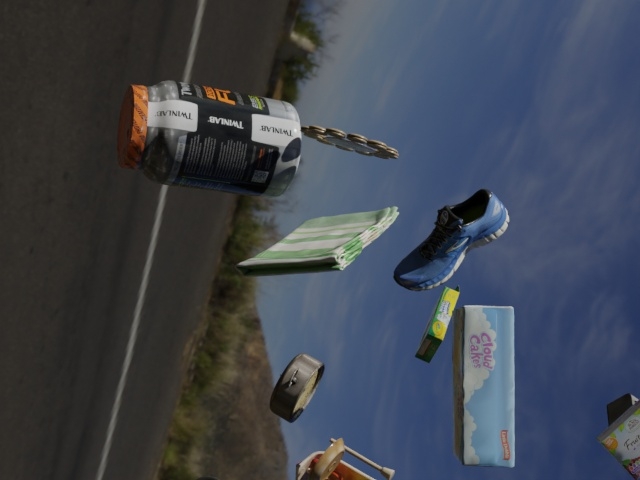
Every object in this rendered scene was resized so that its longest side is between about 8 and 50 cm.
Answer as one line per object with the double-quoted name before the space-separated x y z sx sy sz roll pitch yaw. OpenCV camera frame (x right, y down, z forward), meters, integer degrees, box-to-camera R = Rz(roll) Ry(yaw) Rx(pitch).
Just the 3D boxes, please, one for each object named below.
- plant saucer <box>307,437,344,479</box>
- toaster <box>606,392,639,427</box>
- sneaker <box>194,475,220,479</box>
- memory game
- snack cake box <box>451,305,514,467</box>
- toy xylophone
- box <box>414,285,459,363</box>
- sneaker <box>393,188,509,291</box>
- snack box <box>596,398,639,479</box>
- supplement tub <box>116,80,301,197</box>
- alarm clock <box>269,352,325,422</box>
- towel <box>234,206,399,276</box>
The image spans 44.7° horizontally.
"plant saucer" 0.012 0.336 1.172 0.083 0.015 0.083 -44 156 -26
"toaster" 0.923 0.556 2.249 0.110 0.168 0.186 -52 -170 36
"sneaker" -0.187 0.510 1.125 0.296 0.123 0.178 -61 144 -26
"memory game" 0.053 -0.177 1.399 0.186 0.186 0.012 -166 -88 -85
"snack cake box" 0.280 0.249 1.354 0.152 0.089 0.265 65 26 -81
"toy xylophone" 0.081 0.637 2.002 0.081 0.322 0.236 -48 145 -40
"box" 0.280 0.190 1.842 0.179 0.043 0.105 -58 171 -42
"sneaker" 0.304 -0.012 1.912 0.330 0.147 0.130 -40 -136 -3
"snack box" 0.620 0.374 1.498 0.141 0.100 0.037 -43 178 2
"supplement tub" -0.211 -0.190 1.463 0.193 0.315 0.194 -174 -90 -65
"alarm clock" -0.048 0.272 1.473 0.129 0.064 0.192 -58 168 -17
"towel" 0.000 0.000 1.601 0.325 0.247 0.038 -38 117 -58
